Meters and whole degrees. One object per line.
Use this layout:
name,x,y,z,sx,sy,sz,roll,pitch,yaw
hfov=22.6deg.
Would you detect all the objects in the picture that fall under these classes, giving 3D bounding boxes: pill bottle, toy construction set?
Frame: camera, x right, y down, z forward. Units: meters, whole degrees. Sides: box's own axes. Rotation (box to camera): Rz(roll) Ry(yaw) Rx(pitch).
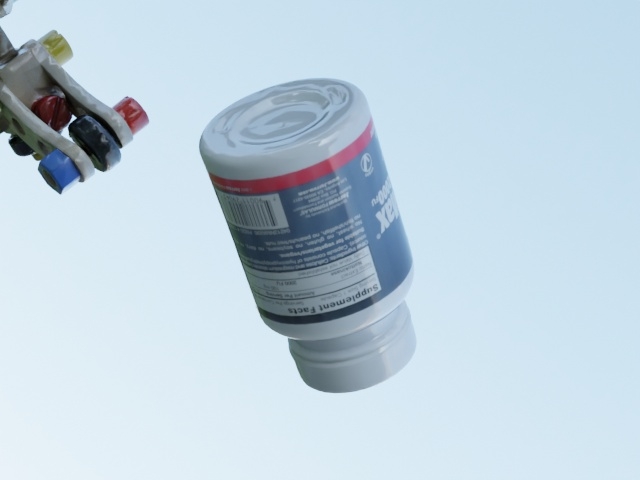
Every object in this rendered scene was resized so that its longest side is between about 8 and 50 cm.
pill bottle,0.000,0.000,0.999,0.108,0.108,0.180,17,-46,46
toy construction set,-0.288,-0.207,1.557,0.257,0.308,0.237,32,-9,-24
